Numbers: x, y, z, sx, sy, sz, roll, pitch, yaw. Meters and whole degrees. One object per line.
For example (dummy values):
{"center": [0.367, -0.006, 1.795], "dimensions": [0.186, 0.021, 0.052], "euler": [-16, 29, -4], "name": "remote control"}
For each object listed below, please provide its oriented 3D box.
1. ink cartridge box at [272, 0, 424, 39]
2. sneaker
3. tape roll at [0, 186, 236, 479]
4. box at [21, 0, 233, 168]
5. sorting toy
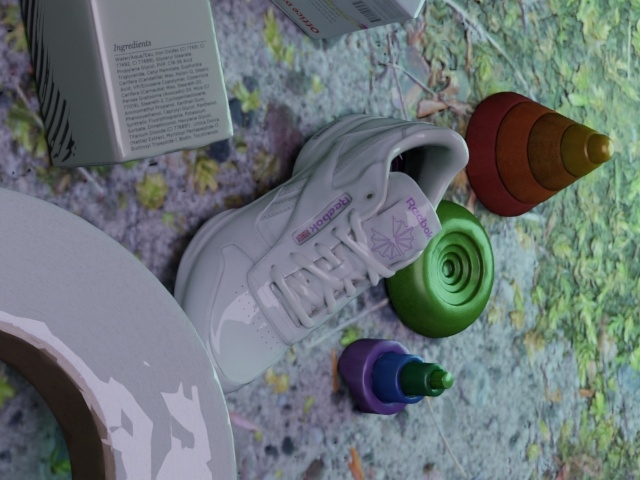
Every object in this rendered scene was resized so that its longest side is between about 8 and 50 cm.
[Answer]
{"center": [0.017, -0.216, 1.190], "dimensions": [0.088, 0.122, 0.052], "euler": [41, 61, -33], "name": "ink cartridge box"}
{"center": [0.000, 0.000, 1.155], "dimensions": [0.305, 0.152, 0.114], "euler": [-50, 122, -27], "name": "sneaker"}
{"center": [-0.241, 0.154, 0.934], "dimensions": [0.392, 0.072, 0.391], "euler": [8, 73, -28], "name": "tape roll"}
{"center": [-0.153, -0.196, 1.063], "dimensions": [0.113, 0.094, 0.275], "euler": [-15, 99, -40], "name": "box"}
{"center": [0.156, 0.007, 1.303], "dimensions": [0.127, 0.126, 0.365], "euler": [51, 59, -28], "name": "sorting toy"}
